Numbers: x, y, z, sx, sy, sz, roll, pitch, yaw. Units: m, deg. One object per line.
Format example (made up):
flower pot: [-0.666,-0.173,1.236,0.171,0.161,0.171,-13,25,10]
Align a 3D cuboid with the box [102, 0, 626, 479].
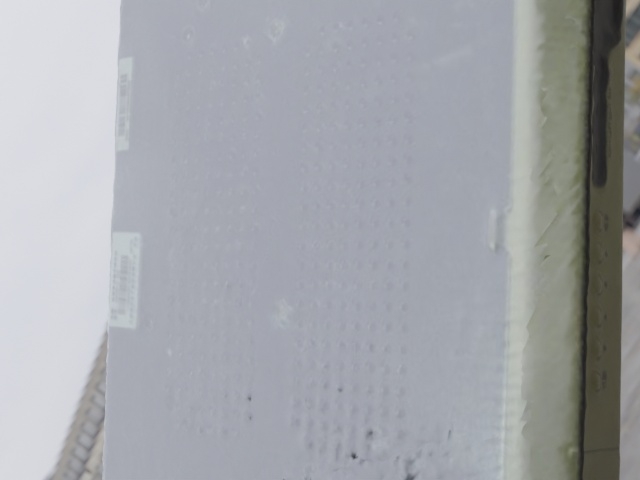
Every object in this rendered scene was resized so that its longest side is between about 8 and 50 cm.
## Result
box: [0.000,0.000,0.402,0.045,0.211,0.270,5,-93,-45]
